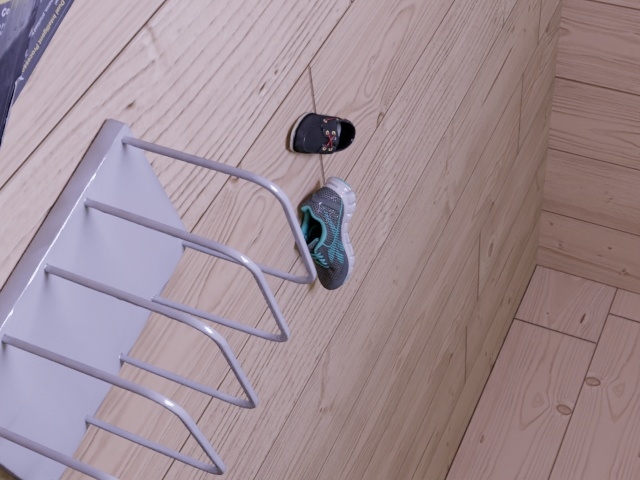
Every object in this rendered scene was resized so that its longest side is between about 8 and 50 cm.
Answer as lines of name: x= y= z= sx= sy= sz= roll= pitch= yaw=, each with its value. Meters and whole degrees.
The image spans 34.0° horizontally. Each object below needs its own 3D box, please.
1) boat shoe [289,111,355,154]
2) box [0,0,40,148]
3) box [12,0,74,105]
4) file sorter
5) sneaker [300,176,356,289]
boat shoe: x=0.003 y=-0.128 z=1.264 sx=0.133 sy=0.042 sz=0.049 roll=-21 pitch=127 yaw=-63
box: x=-0.262 y=0.055 z=0.383 sx=0.318 sy=0.097 sz=0.395 roll=-64 pitch=177 yaw=31
box: x=-0.205 y=-0.229 z=0.583 sx=0.308 sy=0.076 sz=0.242 roll=-66 pitch=159 yaw=-18
file sorter: x=-0.139 y=0.082 z=0.864 sx=0.193 sy=0.173 sz=0.278 roll=71 pitch=39 yaw=-59
sneaker: x=0.000 y=0.000 z=1.350 sx=0.076 sy=0.065 sz=0.167 roll=-33 pitch=135 yaw=-37
